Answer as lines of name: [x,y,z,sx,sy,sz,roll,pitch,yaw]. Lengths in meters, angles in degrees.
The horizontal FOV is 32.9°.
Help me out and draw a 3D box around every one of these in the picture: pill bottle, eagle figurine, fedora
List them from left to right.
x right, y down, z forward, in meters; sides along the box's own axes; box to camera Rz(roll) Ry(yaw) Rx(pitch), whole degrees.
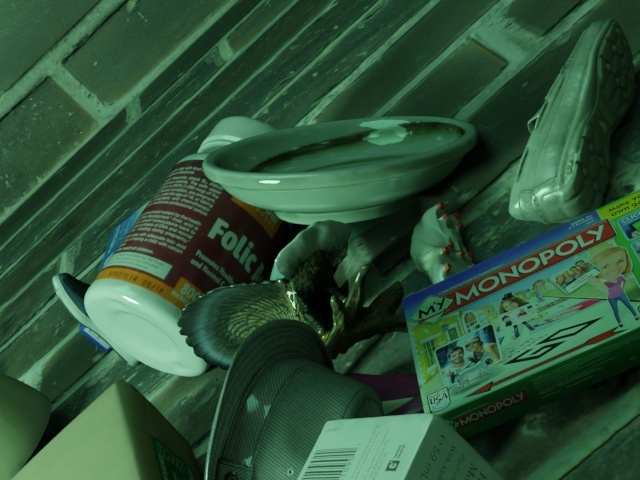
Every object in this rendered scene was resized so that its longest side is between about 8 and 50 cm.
pill bottle: [-0.183,0.002,1.740,0.224,0.224,0.392,-12,40,50]
eagle figurine: [-0.029,0.091,1.382,0.298,0.226,0.225,15,76,59]
fedora: [-0.007,0.228,1.125,0.124,0.244,0.275,10,86,31]

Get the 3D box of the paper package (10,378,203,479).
paper package: [-0.291,0.383,1.374,0.309,0.168,0.325,-45,23,1]

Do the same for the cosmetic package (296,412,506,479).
cosmetic package: [0.078,0.267,0.949,0.151,0.184,0.151,-16,37,50]

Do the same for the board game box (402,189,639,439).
board game box: [0.244,0.067,1.099,0.317,0.046,0.213,-26,29,12]

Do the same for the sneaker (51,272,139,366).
sneaker: [-0.328,0.093,1.828,0.163,0.226,0.086,-38,35,7]

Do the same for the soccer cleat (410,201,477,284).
soccer cleat: [0.152,0.026,1.374,0.076,0.068,0.196,-51,19,25]

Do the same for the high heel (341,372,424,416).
high heel: [0.098,0.176,1.228,0.117,0.082,0.244,-22,4,-19]

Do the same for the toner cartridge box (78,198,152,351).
toner cartridge box: [-0.358,0.050,2.121,0.165,0.075,0.348,-34,26,21]

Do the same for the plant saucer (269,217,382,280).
plant saucer: [0.000,0.000,1.584,0.195,0.037,0.195,-31,3,2]

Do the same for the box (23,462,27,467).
box: [-0.606,0.476,1.873,0.233,0.044,0.159,-42,23,6]

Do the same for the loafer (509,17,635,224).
loafer: [0.310,-0.154,1.341,0.111,0.112,0.319,-8,43,41]

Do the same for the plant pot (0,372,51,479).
plant pot: [-0.634,0.326,1.870,0.284,0.191,0.284,-36,24,19]

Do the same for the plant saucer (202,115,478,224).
plant saucer: [0.033,-0.098,1.578,0.400,0.100,0.400,-7,15,2]
